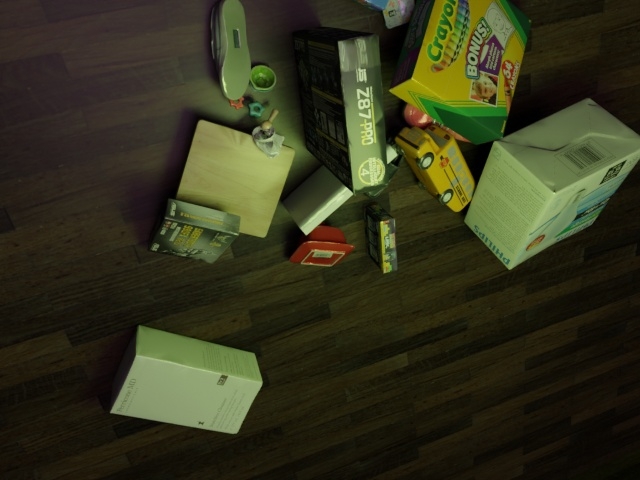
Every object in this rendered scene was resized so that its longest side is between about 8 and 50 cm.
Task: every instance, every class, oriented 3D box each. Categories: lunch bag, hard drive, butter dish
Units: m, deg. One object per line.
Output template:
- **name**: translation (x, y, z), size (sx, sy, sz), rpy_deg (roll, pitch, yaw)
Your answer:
- **lunch bag**: translation (0.202, -0.595, 1.328), size (0.083, 0.053, 0.071), rpy_deg (-21, 115, -5)
- **hard drive**: translation (0.041, -0.163, 1.381), size (0.307, 0.203, 0.040), rpy_deg (-42, 120, 3)
- **butter dish**: translation (0.000, 0.000, 1.499), size (0.160, 0.118, 0.160), rpy_deg (6, 155, -21)

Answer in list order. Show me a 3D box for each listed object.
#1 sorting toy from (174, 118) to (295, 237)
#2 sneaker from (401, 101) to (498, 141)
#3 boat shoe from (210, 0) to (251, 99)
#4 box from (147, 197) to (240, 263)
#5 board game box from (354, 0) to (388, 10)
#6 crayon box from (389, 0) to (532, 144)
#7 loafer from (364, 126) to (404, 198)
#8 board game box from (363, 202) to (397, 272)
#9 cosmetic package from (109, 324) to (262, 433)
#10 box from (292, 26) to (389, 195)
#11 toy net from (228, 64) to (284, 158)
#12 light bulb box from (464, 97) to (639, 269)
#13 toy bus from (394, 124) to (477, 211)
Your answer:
- **sorting toy**: translation (-0.233, -0.165, 1.350), size (0.257, 0.089, 0.255), rpy_deg (14, 108, -24)
- **sneaker**: translation (0.384, -0.346, 1.456), size (0.313, 0.136, 0.116), rpy_deg (7, 110, -22)
- **boat shoe**: translation (-0.221, -0.456, 1.231), size (0.079, 0.081, 0.228), rpy_deg (-13, 112, -36)
- **box**: translation (-0.330, -0.016, 1.322), size (0.183, 0.231, 0.056), rpy_deg (14, 63, -24)
- **board game box**: translation (0.106, -0.759, 1.205), size (0.233, 0.078, 0.347), rpy_deg (14, 108, -24)
- **crayon box**: translation (0.369, -0.482, 1.324), size (0.313, 0.106, 0.363), rpy_deg (23, 77, -27)
- **loafer**: translation (0.190, -0.220, 1.479), size (0.076, 0.078, 0.223), rpy_deg (20, 105, -25)
- **board game box**: translation (0.178, -0.010, 1.535), size (0.048, 0.141, 0.170), rpy_deg (-14, 118, -13)
- **cosmetic package**: translation (-0.394, 0.416, 1.520), size (0.385, 0.156, 0.217), rpy_deg (18, 108, -26)
- **box**: translation (0.036, -0.319, 1.200), size (0.097, 0.395, 0.318), rpy_deg (-15, 116, -10)
- **toy net**: translation (-0.155, -0.317, 1.272), size (0.122, 0.045, 0.232), rpy_deg (-10, 81, -22)
- **light bulb box**: translation (0.655, -0.156, 1.483), size (0.358, 0.225, 0.361), rpy_deg (-25, 149, -16)
- **toy bus**: translation (0.335, -0.210, 1.462), size (0.130, 0.108, 0.332), rpy_deg (-44, 138, 1)
